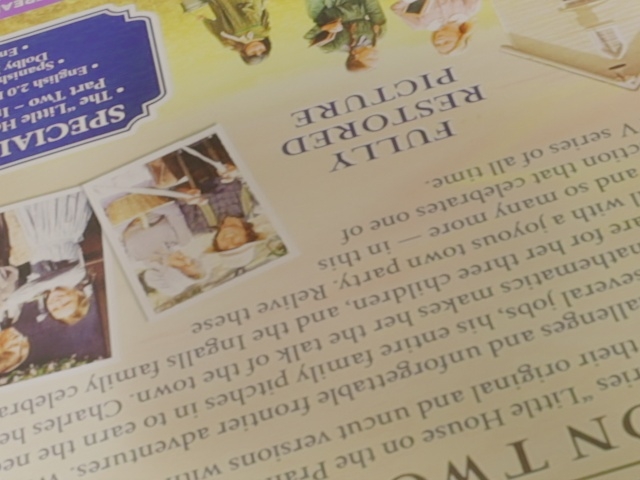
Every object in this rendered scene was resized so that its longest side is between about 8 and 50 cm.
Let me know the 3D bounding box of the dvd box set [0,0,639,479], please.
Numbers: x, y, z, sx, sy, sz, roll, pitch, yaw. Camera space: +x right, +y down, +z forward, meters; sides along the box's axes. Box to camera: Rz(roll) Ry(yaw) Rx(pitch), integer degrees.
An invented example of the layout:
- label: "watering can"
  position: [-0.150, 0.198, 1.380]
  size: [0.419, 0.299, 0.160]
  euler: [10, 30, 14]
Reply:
- label: "dvd box set"
  position: [0.000, 0.000, 0.431]
  size: [0.420, 0.308, 0.062]
  euler: [-108, 0, -46]
